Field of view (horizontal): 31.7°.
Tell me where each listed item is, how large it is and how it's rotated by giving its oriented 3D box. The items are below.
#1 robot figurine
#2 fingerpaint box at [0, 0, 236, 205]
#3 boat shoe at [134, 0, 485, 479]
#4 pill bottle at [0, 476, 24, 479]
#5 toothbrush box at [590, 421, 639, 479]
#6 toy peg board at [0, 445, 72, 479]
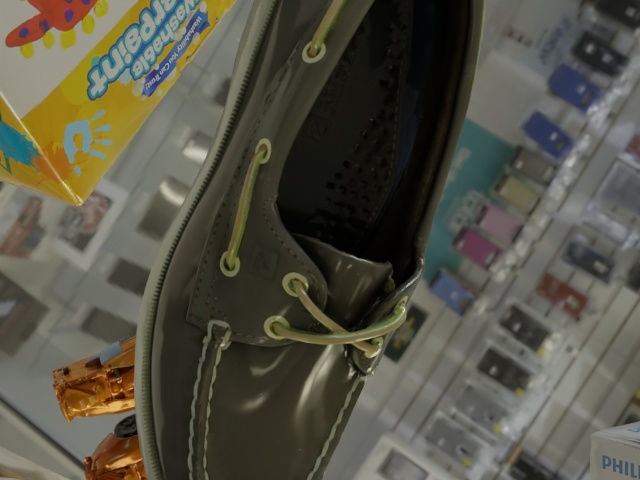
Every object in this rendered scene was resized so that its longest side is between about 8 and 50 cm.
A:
[{"bbox_3d":[-0.108,0.158,1.141,0.290,0.085,0.211,-18,111,-8],"label":"robot figurine"},{"bbox_3d":[-0.228,-0.323,1.029,0.445,0.163,0.371,-58,146,-25],"label":"fingerpaint box"},{"bbox_3d":[-0.004,-0.001,0.507,0.109,0.091,0.305,15,91,-30],"label":"boat shoe"},{"bbox_3d":[-0.189,0.249,0.517,0.264,0.146,0.146,-51,164,11],"label":"pill bottle"},{"bbox_3d":[0.284,0.253,0.691,0.216,0.126,0.296,-4,94,-32],"label":"toothbrush box"},{"bbox_3d":[-0.268,0.204,0.789,0.161,0.161,0.079,-55,-169,46],"label":"toy peg board"}]
